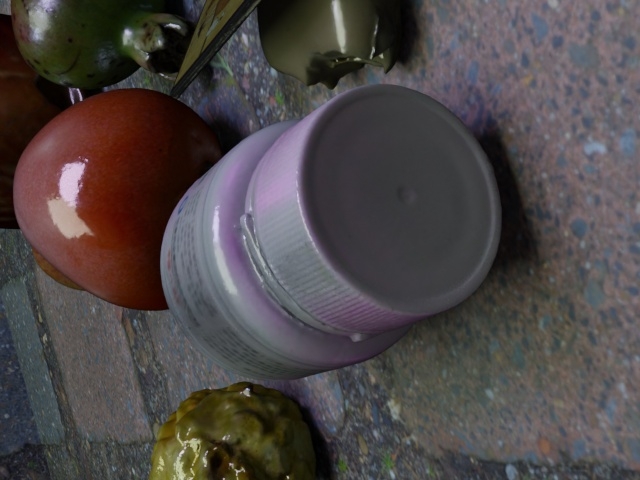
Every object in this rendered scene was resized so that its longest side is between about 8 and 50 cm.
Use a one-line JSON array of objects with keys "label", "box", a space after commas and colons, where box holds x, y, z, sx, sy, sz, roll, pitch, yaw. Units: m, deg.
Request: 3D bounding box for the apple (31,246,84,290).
[{"label": "apple", "box": [-0.420, -0.013, 1.657, 0.188, 0.211, 0.211, -134, 36, -75]}]

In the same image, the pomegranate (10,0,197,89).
[{"label": "pomegranate", "box": [-0.302, -0.342, 1.338, 0.306, 0.242, 0.242, 2, 108, 21]}]

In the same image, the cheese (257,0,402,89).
[{"label": "cheese", "box": [0.009, -0.240, 0.956, 0.202, 0.091, 0.175, 33, 132, 50]}]

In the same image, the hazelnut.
[{"label": "hazelnut", "box": [-0.630, -0.217, 1.755, 0.429, 0.402, 0.402, -47, 62, 43]}]

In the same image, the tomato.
[{"label": "tomato", "box": [-0.275, -0.057, 1.288, 0.321, 0.321, 0.321, 32, 129, 50]}]

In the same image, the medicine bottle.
[{"label": "medicine bottle", "box": [0.000, 0.000, 0.911, 0.325, 0.256, 0.256, -30, 77, 60]}]

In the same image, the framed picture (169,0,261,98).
[{"label": "framed picture", "box": [-0.067, -0.320, 0.978, 0.339, 0.014, 0.255, -27, 43, 59]}]

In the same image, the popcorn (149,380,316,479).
[{"label": "popcorn", "box": [-0.125, 0.296, 1.286, 0.266, 0.233, 0.192, -115, 25, -74]}]
